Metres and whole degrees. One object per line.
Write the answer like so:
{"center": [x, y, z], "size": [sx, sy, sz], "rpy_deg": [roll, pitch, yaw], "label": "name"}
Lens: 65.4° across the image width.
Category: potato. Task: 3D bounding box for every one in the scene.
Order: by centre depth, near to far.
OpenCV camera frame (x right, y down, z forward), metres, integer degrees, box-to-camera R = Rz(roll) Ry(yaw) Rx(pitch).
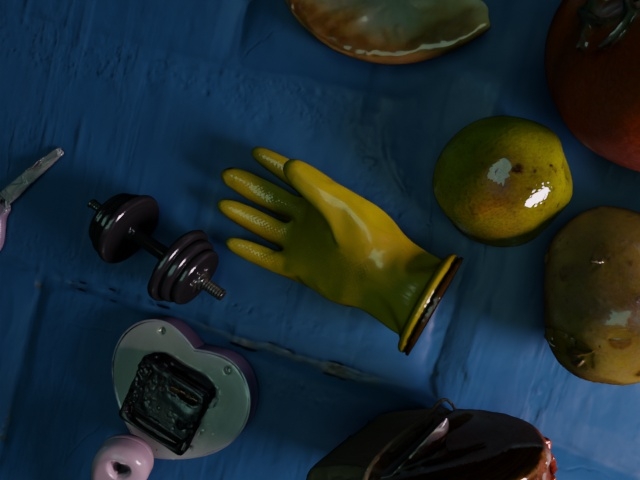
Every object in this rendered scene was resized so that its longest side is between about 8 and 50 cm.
{"center": [0.285, 0.053, 0.482], "size": [0.137, 0.137, 0.176], "rpy_deg": [-2, 89, 13], "label": "potato"}

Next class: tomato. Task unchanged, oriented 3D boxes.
{"center": [0.321, -0.166, 0.400], "size": [0.224, 0.256, 0.256], "rpy_deg": [34, 101, -22], "label": "tomato"}

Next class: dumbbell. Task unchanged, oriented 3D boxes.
{"center": [-0.201, 0.009, 0.606], "size": [0.208, 0.099, 0.099], "rpy_deg": [33, 99, 10], "label": "dumbbell"}

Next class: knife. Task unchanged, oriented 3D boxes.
{"center": [-0.276, 0.391, 0.658], "size": [0.081, 0.043, 0.336], "rpy_deg": [17, 111, -4], "label": "knife"}

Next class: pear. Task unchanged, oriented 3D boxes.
{"center": [0.186, -0.060, 0.513], "size": [0.141, 0.104, 0.141], "rpy_deg": [1, 94, 17], "label": "pear"}

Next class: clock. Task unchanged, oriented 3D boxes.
{"center": [-0.187, 0.200, 0.629], "size": [0.198, 0.064, 0.172], "rpy_deg": [28, 97, 12], "label": "clock"}

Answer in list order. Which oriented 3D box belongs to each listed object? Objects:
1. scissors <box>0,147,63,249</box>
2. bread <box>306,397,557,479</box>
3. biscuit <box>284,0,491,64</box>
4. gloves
{"center": [-0.439, -0.063, 0.699], "size": [0.212, 0.021, 0.110], "rpy_deg": [-36, 86, 13], "label": "scissors"}
{"center": [0.111, 0.231, 0.478], "size": [0.212, 0.224, 0.142], "rpy_deg": [-12, 89, 36], "label": "bread"}
{"center": [0.046, -0.330, 0.564], "size": [0.204, 0.040, 0.309], "rpy_deg": [-23, 86, 13], "label": "biscuit"}
{"center": [-0.001, 0.001, 0.565], "size": [0.294, 0.116, 0.133], "rpy_deg": [30, 91, 17], "label": "gloves"}
